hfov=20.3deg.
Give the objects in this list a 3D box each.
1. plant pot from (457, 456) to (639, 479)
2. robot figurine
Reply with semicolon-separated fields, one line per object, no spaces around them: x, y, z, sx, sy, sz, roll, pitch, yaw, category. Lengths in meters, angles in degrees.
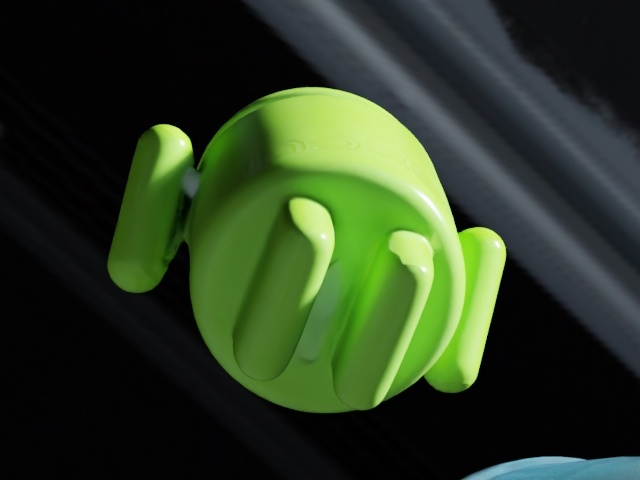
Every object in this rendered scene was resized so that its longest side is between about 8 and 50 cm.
0.174;0.186;0.556;0.271;0.271;0.255;49;-38;-17;plant pot
0.000;0.000;0.453;0.101;0.115;0.067;16;-72;-10;robot figurine
